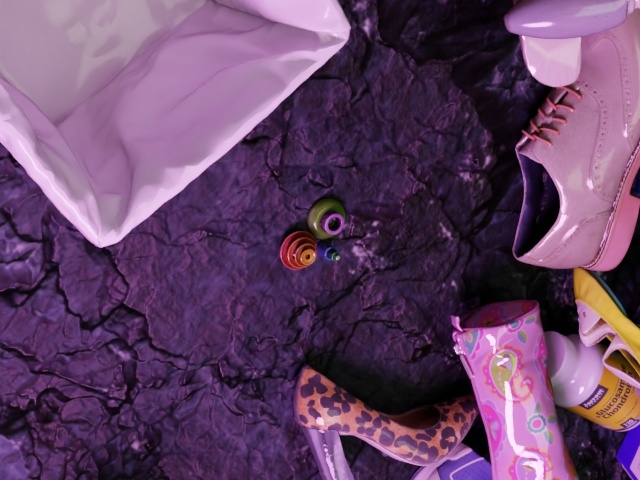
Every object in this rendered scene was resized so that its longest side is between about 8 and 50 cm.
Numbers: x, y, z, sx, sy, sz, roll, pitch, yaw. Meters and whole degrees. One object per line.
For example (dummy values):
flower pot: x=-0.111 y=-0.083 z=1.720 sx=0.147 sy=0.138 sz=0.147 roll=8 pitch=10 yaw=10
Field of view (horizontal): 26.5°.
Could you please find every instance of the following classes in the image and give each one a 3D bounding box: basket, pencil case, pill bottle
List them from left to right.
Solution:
basket: x=-0.212 y=-0.239 z=1.277 sx=0.331 sy=0.266 sz=0.328 roll=-41 pitch=123 yaw=-9
pencil case: x=0.252 y=0.215 z=1.757 sx=0.124 sy=0.124 sz=0.284 roll=-19 pitch=100 yaw=-22
pill bottle: x=0.366 y=0.189 z=1.862 sx=0.184 sy=0.103 sz=0.103 roll=26 pitch=94 yaw=-34

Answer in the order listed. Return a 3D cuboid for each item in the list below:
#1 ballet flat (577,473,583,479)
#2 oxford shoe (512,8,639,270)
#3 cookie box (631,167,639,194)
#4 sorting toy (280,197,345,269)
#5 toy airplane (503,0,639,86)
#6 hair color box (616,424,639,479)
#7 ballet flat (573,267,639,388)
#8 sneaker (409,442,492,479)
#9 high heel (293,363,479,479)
ballet flat: x=0.262 y=0.409 z=1.901 sx=0.280 sy=0.095 sz=0.096 roll=-36 pitch=112 yaw=-25
oxford shoe: x=0.329 y=-0.145 z=1.699 sx=0.146 sy=0.140 sz=0.397 roll=-3 pitch=107 yaw=-21
cookie box: x=0.431 y=-0.116 z=1.792 sx=0.040 sy=0.092 sz=0.107 roll=11 pitch=103 yaw=-29
sorting toy: x=0.000 y=0.000 z=1.621 sx=0.102 sy=0.042 sz=0.061 roll=-45 pitch=123 yaw=-8
toy airplane: x=0.254 y=-0.410 z=1.473 sx=0.386 sy=0.272 sz=0.384 roll=32 pitch=91 yaw=-34
hair color box: x=0.626 y=0.349 z=1.980 sx=0.338 sy=0.185 sz=0.110 roll=8 pitch=116 yaw=-21
ballet flat: x=0.388 y=0.125 z=1.785 sx=0.077 sy=0.231 sz=0.077 roll=-38 pitch=148 yaw=-4
sneaker: x=0.145 y=0.437 z=1.783 sx=0.315 sy=0.182 sz=0.127 roll=-46 pitch=125 yaw=-7
high heel: x=0.090 y=0.202 z=1.731 sx=0.261 sy=0.093 sz=0.186 roll=-26 pitch=104 yaw=-28
